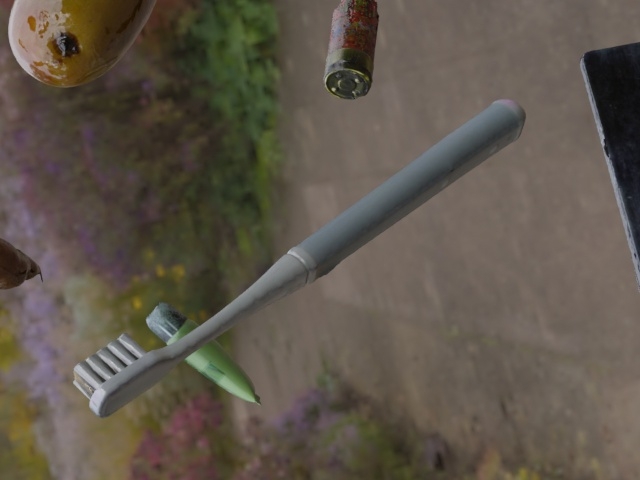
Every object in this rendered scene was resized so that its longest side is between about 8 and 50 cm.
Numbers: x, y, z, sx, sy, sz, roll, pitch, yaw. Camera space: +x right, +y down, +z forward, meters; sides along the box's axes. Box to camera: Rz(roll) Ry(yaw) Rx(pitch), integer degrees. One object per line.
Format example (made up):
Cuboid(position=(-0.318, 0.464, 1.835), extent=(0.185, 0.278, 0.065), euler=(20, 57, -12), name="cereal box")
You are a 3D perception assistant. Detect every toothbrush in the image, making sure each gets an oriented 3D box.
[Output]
Cuboid(position=(0.002, 0.001, 0.906), extent=(0.030, 0.342, 0.025), euler=(41, 144, 23), name="toothbrush")

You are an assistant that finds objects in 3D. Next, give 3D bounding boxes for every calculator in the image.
Cuboid(position=(0.357, -0.080, 1.603), extent=(0.021, 0.161, 0.262), euler=(124, 134, -75), name="calculator")

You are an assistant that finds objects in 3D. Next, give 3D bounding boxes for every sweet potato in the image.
Cuboid(position=(-0.346, 0.028, 1.787), extent=(0.195, 0.056, 0.056), euler=(37, -144, -76), name="sweet potato")

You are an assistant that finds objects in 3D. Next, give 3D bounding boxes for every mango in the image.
Cuboid(position=(-0.219, -0.234, 1.555), extent=(0.113, 0.138, 0.253), euler=(41, -140, -15), name="mango")

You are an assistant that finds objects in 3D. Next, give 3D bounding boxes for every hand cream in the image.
Cuboid(position=(-0.141, 0.143, 2.003), extent=(0.175, 0.046, 0.095), euler=(43, 177, -3), name="hand cream")

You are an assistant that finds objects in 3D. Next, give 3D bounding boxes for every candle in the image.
Cuboid(position=(0.034, -0.208, 1.686), extent=(0.052, 0.052, 0.131), euler=(90, -173, -53), name="candle")
